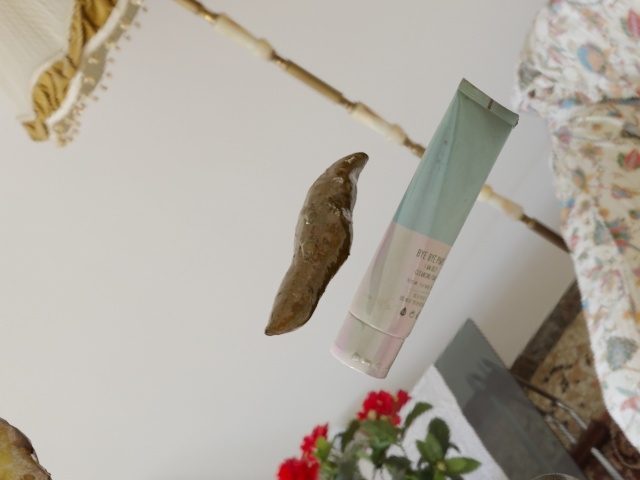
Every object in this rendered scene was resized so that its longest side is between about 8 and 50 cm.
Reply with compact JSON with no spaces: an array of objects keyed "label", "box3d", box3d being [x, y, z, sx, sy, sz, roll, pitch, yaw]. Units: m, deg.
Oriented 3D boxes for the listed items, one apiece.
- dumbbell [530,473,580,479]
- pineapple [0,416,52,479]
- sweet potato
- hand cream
[{"label":"dumbbell","box3d":[0.348,0.430,1.062,0.152,0.152,0.218,-59,13,6]},{"label":"pineapple","box3d":[-0.402,0.357,0.759,0.352,0.352,0.300,-99,20,-61]},{"label":"sweet potato","box3d":[0.000,0.000,0.801,0.067,0.067,0.274,-40,21,46]},{"label":"hand cream","box3d":[0.103,-0.010,0.824,0.070,0.111,0.312,31,97,46]}]
